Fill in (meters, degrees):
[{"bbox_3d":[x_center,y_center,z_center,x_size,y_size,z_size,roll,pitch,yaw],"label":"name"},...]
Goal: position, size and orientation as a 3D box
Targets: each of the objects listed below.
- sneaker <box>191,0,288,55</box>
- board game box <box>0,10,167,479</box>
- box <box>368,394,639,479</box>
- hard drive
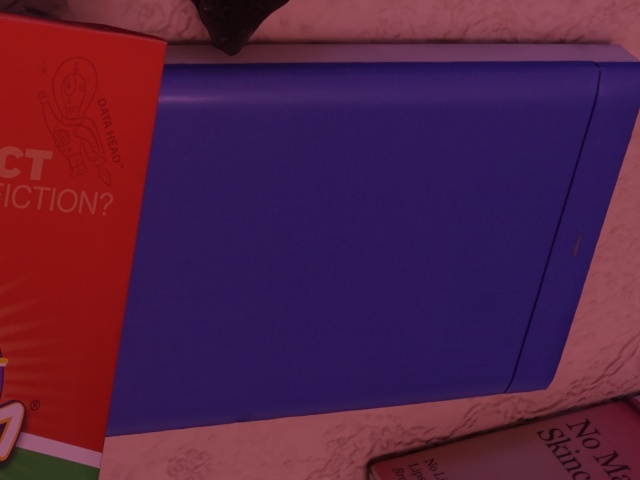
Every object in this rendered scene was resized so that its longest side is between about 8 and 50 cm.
[{"bbox_3d":[-0.005,-0.163,0.695,0.170,0.051,0.089,-40,131,11],"label":"sneaker"},{"bbox_3d":[-0.200,0.058,0.615,0.242,0.064,0.317,4,100,-37],"label":"board game box"},{"bbox_3d":[0.159,0.197,0.960,0.232,0.148,0.127,-12,126,-19],"label":"box"},{"bbox_3d":[0.000,0.000,0.815,0.318,0.040,0.210,-3,124,-24],"label":"hard drive"}]
